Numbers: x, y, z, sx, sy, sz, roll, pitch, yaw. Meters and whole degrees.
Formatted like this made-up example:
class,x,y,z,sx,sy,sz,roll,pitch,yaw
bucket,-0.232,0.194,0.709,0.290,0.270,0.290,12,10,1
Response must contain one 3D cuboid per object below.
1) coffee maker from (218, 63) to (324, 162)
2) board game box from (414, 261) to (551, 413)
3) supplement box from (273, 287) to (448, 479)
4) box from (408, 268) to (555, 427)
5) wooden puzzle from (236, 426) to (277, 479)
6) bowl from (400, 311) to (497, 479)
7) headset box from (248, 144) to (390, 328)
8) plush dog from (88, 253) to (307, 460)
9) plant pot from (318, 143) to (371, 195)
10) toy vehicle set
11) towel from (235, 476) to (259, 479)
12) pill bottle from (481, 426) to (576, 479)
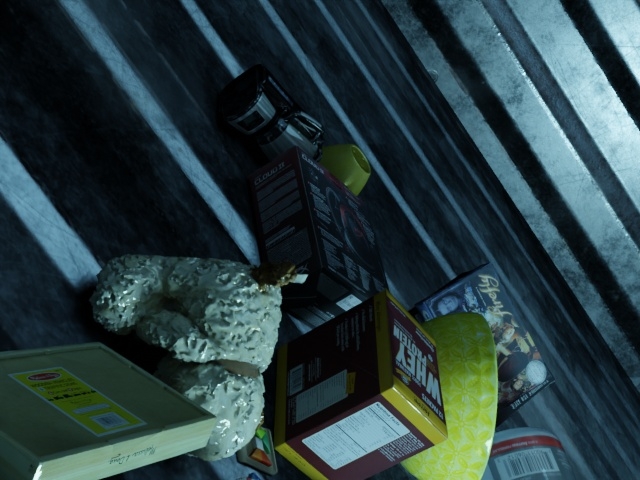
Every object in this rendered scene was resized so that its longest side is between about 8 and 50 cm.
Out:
class,x,y,z,sx,sy,sz,roll,pitch,yaw
coffee maker,-0.092,-0.214,1.737,0.178,0.120,0.171,46,2,-33
board game box,0.300,0.185,1.810,0.243,0.165,0.042,62,-22,-1
supplement box,0.053,0.208,1.360,0.129,0.194,0.191,46,25,-30
box,0.294,0.210,1.880,0.184,0.103,0.261,-32,92,-25
wooden puzzle,-0.082,0.257,1.250,0.079,0.014,0.116,29,37,-51
bowl,0.160,0.246,1.549,0.156,0.289,0.289,7,39,-7
headset box,0.000,0.000,1.630,0.218,0.110,0.293,37,31,-44
plush dog,-0.119,0.139,1.135,0.262,0.211,0.225,20,70,-55
plant pot,0.041,-0.134,1.912,0.134,0.095,0.134,46,26,-30
toy vehicle set,-0.232,0.155,0.906,0.166,0.035,0.267,27,10,24
towel,0.011,0.438,1.190,0.329,0.037,0.237,37,33,-40
pill bottle,0.347,0.503,1.577,0.210,0.210,0.362,34,31,-47
